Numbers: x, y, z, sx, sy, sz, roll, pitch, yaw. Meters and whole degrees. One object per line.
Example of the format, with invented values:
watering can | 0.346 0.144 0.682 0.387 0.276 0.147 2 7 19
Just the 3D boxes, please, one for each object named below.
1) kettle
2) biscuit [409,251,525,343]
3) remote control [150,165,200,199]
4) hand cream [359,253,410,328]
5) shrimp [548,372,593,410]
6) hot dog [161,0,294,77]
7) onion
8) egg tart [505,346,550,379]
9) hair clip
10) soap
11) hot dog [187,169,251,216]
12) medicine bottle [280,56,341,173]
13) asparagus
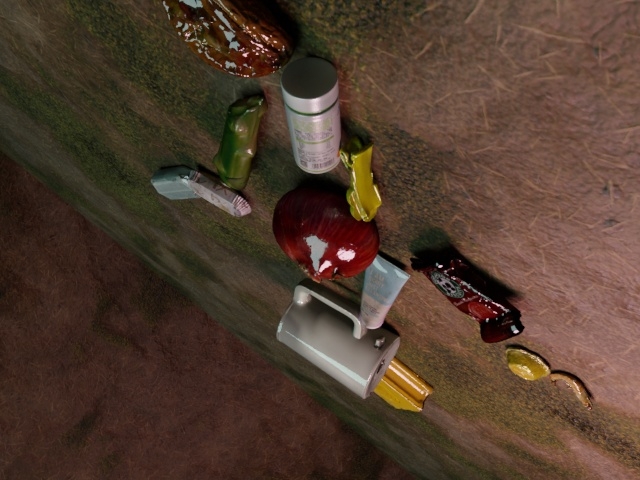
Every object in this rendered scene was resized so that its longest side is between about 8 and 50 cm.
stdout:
kettle | 0.046 0.281 1.594 0.318 0.205 0.265 30 171 22
biscuit | 0.282 0.103 1.068 0.235 0.063 0.151 40 158 -2
remote control | -0.411 -0.162 1.586 0.247 0.052 0.104 2 142 51
hand cream | 0.143 0.129 1.332 0.111 0.070 0.312 34 155 18
shrimp | 0.540 0.322 1.187 0.114 0.023 0.083 48 159 -14
hot dog | -0.138 -0.324 0.786 0.227 0.099 0.160 40 159 -18
onion | 0.003 -0.010 1.154 0.248 0.161 0.248 25 134 28
egg tart | 0.448 0.274 1.204 0.105 0.039 0.105 32 160 13
hair clip | 0.071 -0.099 0.962 0.046 0.072 0.173 34 157 35
soap | 0.198 0.441 1.842 0.324 0.096 0.204 39 158 -6
hot dog | -0.262 -0.123 1.442 0.192 0.053 0.099 28 158 13
medicine bottle | -0.010 -0.192 0.874 0.086 0.086 0.183 29 157 18
asparagus | -0.161 -0.198 1.098 0.085 0.082 0.343 39 158 4
